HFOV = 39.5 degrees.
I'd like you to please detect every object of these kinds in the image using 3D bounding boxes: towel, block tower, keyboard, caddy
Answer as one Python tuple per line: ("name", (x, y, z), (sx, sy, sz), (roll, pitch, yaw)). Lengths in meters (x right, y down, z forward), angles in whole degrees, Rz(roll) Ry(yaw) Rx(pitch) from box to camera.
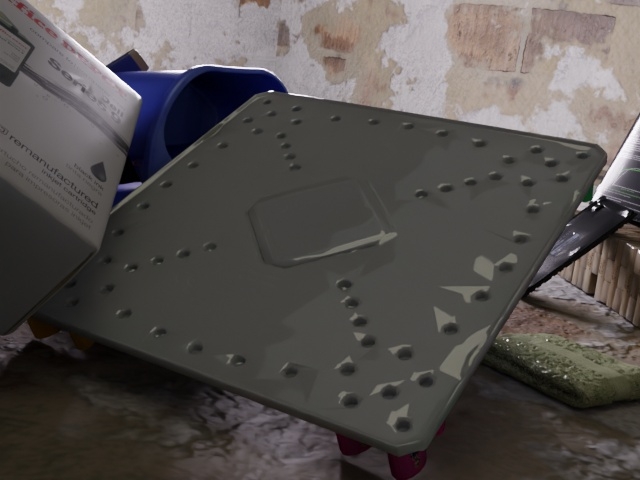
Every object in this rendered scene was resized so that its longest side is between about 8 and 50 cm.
("towel", (0.224, 0.116, 0.830), (0.110, 0.027, 0.148), (-2, 15, -32))
("block tower", (0.396, 0.032, 1.167), (0.097, 0.090, 0.335), (4, 12, -12))
("keyboard", (0.311, 0.006, 1.149), (0.180, 0.023, 0.108), (-35, 23, -2))
("caddy", (-0.133, -0.085, 1.060), (0.179, 0.241, 0.341), (6, 11, 25))

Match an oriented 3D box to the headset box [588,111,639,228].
("headset box", (0.586, -0.113, 1.323), (0.246, 0.283, 0.131), (28, 3, -24))

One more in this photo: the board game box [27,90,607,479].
("board game box", (0.000, 0.000, 0.785), (0.390, 0.050, 0.390), (14, 42, 30))

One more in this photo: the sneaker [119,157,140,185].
("sneaker", (-0.259, -0.109, 1.303), (0.202, 0.185, 0.483), (19, 26, 20))

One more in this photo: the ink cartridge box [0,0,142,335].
("ink cartridge box", (-0.280, -0.094, 0.746), (0.211, 0.121, 0.289), (41, 21, -25))

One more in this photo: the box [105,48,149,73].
("box", (-0.314, -0.142, 1.044), (0.136, 0.036, 0.225), (-24, 15, 43))
